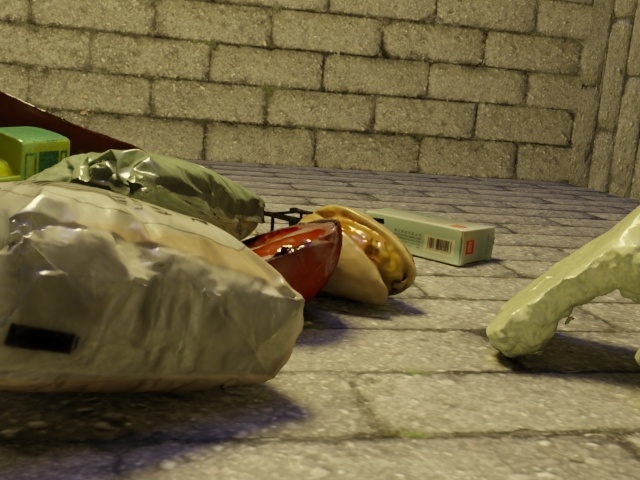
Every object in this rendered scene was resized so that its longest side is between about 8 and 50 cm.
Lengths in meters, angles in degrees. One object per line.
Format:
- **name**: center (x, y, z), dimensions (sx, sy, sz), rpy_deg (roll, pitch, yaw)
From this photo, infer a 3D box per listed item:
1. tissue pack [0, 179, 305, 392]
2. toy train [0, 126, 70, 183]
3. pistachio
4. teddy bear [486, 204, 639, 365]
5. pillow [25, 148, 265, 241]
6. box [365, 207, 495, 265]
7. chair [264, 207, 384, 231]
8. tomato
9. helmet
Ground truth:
- **tissue pack**: center (-0.248, 0.041, 0.800), dimensions (0.390, 0.195, 0.375), rpy_deg (13, 0, -37)
- **toy train**: center (-0.507, -0.034, 1.012), dimensions (0.150, 0.237, 0.369), rpy_deg (11, 12, 19)
- **pistachio**: center (0.042, 0.028, 1.189), dimensions (0.229, 0.157, 0.157), rpy_deg (24, 21, 39)
- **teddy bear**: center (0.474, 0.132, 0.945), dimensions (0.362, 0.375, 0.327), rpy_deg (50, 23, 9)
- **pillow**: center (-0.271, -0.046, 1.065), dimensions (0.283, 0.138, 0.310), rpy_deg (-3, -6, 25)
- **box**: center (0.234, -0.013, 1.633), dimensions (0.269, 0.079, 0.135), rpy_deg (14, 14, 41)
- **chair**: center (0.000, 0.000, 1.370), dimensions (0.229, 0.113, 0.106), rpy_deg (12, 14, 37)
- **tomato**: center (-0.055, 0.045, 1.066), dimensions (0.199, 0.112, 0.228), rpy_deg (-23, 12, -22)
- **helmet**: center (-0.511, -0.104, 1.330), dimensions (0.338, 0.230, 0.385), rpy_deg (15, -5, 17)
